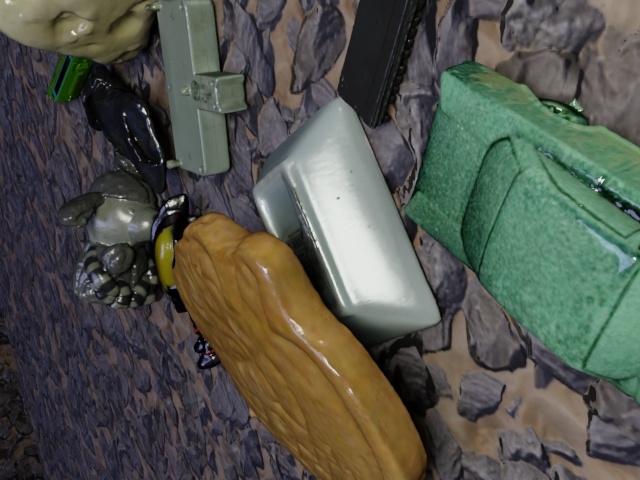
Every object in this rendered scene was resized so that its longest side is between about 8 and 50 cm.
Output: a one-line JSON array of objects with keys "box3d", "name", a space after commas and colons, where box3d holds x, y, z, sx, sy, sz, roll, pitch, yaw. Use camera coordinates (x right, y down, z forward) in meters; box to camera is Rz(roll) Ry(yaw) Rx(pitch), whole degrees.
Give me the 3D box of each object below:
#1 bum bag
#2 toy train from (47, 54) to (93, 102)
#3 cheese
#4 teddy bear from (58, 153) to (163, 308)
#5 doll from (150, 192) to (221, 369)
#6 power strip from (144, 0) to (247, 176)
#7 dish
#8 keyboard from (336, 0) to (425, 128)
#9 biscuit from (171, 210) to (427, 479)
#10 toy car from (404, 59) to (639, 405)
[{"box3d": [-0.292, -0.180, 1.055, 0.310, 0.074, 0.137, 38, 143, 45], "name": "bum bag"}, {"box3d": [-0.437, -0.285, 1.239, 0.209, 0.044, 0.042, -31, 81, 56], "name": "toy train"}, {"box3d": [-0.321, -0.319, 0.896, 0.173, 0.248, 0.251, 66, 152, 11], "name": "cheese"}, {"box3d": [-0.321, -0.003, 1.108, 0.144, 0.171, 0.251, 17, 115, 28], "name": "teddy bear"}, {"box3d": [-0.188, 0.057, 1.009, 0.127, 0.088, 0.248, 15, 121, 51], "name": "doll"}, {"box3d": [-0.147, -0.184, 0.861, 0.145, 0.061, 0.215, 21, 122, 50], "name": "power strip"}, {"box3d": [0.000, 0.000, 0.723, 0.182, 0.080, 0.243, -31, 80, 55], "name": "dish"}, {"box3d": [0.061, -0.209, 0.592, 0.072, 0.023, 0.231, 53, 142, 38], "name": "keyboard"}, {"box3d": [-0.046, 0.141, 0.769, 0.365, 0.062, 0.385, 57, 157, -2], "name": "biscuit"}, {"box3d": [0.178, 0.014, 0.460, 0.321, 0.097, 0.141, 44, 138, 35], "name": "toy car"}]
